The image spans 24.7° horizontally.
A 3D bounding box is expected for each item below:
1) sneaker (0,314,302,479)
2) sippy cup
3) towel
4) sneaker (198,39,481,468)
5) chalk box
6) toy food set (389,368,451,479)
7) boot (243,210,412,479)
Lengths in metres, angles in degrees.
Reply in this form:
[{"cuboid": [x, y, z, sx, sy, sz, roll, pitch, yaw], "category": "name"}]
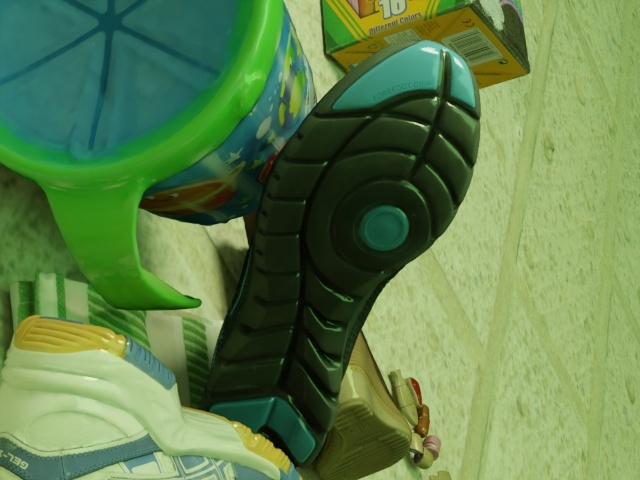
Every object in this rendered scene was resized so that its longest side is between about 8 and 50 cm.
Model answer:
[{"cuboid": [-0.115, 0.159, 0.918, 0.296, 0.112, 0.131, 43, 58, -49], "category": "sneaker"}, {"cuboid": [-0.109, -0.117, 1.030, 0.305, 0.240, 0.224, -54, 157, -2], "category": "sippy cup"}, {"cuboid": [-0.111, 0.164, 1.066, 0.325, 0.038, 0.248, 24, 55, -61], "category": "towel"}, {"cuboid": [0.000, 0.000, 1.040, 0.125, 0.341, 0.139, 24, 22, -11], "category": "sneaker"}, {"cuboid": [0.110, -0.322, 1.651, 0.180, 0.179, 0.289, 36, 44, -53], "category": "chalk box"}, {"cuboid": [0.101, 0.195, 1.524, 0.078, 0.019, 0.122, 16, 54, -63], "category": "toy food set"}, {"cuboid": [0.002, 0.091, 1.283, 0.248, 0.090, 0.207, 76, -8, -62], "category": "boot"}]
